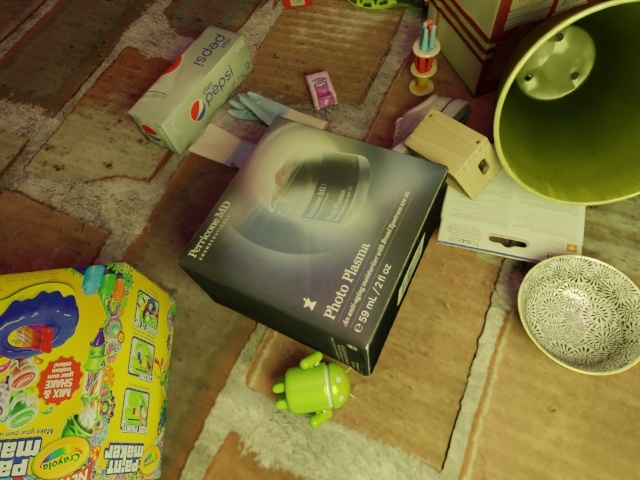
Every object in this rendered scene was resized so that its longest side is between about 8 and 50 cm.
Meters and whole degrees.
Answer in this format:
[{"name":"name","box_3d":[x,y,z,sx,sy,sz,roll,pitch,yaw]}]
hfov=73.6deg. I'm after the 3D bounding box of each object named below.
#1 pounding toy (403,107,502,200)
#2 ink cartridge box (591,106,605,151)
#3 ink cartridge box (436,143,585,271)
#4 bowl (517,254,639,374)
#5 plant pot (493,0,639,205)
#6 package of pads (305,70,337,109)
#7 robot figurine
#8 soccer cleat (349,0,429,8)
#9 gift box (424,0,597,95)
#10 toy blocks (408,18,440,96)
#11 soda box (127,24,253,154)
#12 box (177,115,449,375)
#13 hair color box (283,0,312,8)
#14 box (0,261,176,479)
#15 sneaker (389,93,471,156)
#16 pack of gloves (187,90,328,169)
[{"name":"pounding toy","box_3d":[0.224,-0.149,0.700,0.100,0.141,0.130,-52,54,10]},{"name":"ink cartridge box","box_3d":[0.549,-0.159,0.741,0.151,0.063,0.109,19,67,17]},{"name":"ink cartridge box","box_3d":[0.325,-0.061,0.729,0.224,0.045,0.223,13,66,15]},{"name":"bowl","box_3d":[0.363,0.113,0.617,0.170,0.080,0.170,-3,63,6]},{"name":"plant pot","box_3d":[0.398,-0.246,0.673,0.275,0.274,0.293,4,36,10]},{"name":"package of pads","box_3d":[0.002,-0.322,0.913,0.050,0.032,0.083,-17,62,2]},{"name":"robot figurine","box_3d":[-0.009,0.213,0.621,0.115,0.067,0.101,-9,91,4]},{"name":"soccer cleat","box_3d":[0.176,-0.603,1.019,0.290,0.093,0.121,16,36,19]},{"name":"gift box","box_3d":[0.366,-0.491,0.823,0.255,0.276,0.258,-18,61,-8]},{"name":"toy blocks","box_3d":[0.212,-0.385,0.852,0.054,0.148,0.123,8,65,11]},{"name":"soda box","box_3d":[-0.270,-0.327,0.917,0.098,0.091,0.286,25,69,19]},{"name":"box","box_3d":[0.000,0.000,0.667,0.294,0.182,0.296,21,67,18]},{"name":"hair color box","box_3d":[-0.057,-0.655,1.084,0.072,0.043,0.141,-4,62,7]},{"name":"box","box_3d":[-0.391,0.202,0.617,0.290,0.177,0.278,-7,64,4]},{"name":"sneaker","box_3d":[0.175,-0.187,0.792,0.091,0.094,0.258,29,55,33]},{"name":"pack of gloves","box_3d":[-0.133,-0.225,0.874,0.232,0.046,0.195,27,68,19]}]
